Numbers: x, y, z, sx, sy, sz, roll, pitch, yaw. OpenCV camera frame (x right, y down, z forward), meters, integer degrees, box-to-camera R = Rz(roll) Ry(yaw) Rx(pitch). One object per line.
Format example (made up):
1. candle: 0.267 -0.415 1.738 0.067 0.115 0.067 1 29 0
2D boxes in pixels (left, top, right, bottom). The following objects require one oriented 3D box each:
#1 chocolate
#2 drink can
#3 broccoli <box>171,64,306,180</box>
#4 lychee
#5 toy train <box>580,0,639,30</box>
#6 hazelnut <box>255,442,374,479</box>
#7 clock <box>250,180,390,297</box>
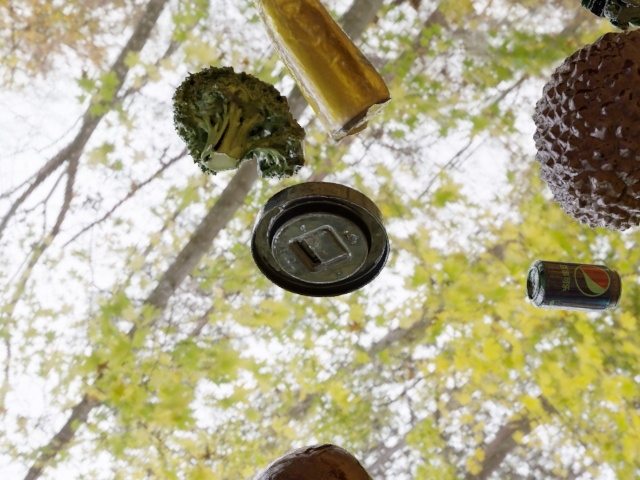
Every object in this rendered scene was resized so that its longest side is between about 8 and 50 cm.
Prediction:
1. chocolate: -0.028 -0.424 1.737 0.445 0.162 0.162 56 -149 3
2. drink can: 0.599 0.109 1.978 0.205 0.118 0.118 4 -141 -7
3. broccoli: -0.221 -0.259 2.120 0.375 0.249 0.302 32 -120 -14
4. lychee: 0.389 -0.130 1.085 0.271 0.271 0.271 29 -148 -21
5. toy train: 0.611 -0.470 1.652 0.171 0.071 0.111 -13 -134 -29
6. hazelnut: -0.021 0.416 1.201 0.229 0.229 0.229 29 -148 -21
7. clock: 0.000 0.001 1.915 0.319 0.319 0.066 29 -142 -21
